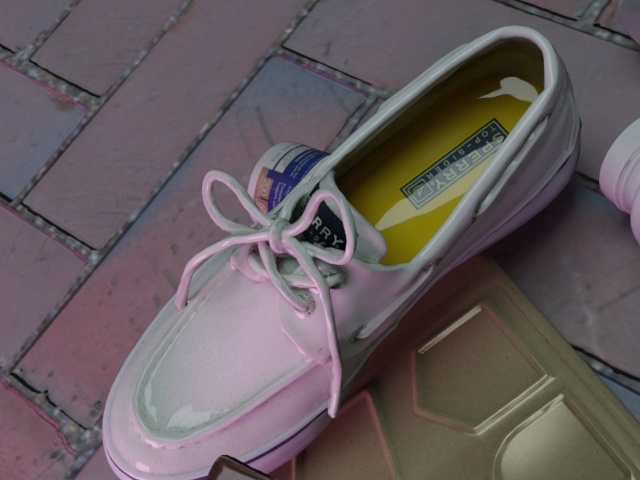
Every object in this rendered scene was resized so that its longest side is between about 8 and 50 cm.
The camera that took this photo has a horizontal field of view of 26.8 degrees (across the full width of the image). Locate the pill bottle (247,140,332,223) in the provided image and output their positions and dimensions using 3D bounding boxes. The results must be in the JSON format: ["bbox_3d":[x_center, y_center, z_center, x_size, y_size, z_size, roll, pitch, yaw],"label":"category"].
[{"bbox_3d":[0.014,-0.022,0.923,0.120,0.067,0.067,21,70,34],"label":"pill bottle"}]

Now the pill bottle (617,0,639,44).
[{"bbox_3d":[0.269,-0.215,0.908,0.108,0.108,0.180,12,65,31],"label":"pill bottle"}]

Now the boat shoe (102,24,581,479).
[{"bbox_3d":[0.007,0.005,0.785,0.367,0.156,0.136,-38,66,-4],"label":"boat shoe"}]

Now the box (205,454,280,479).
[{"bbox_3d":[0.000,0.240,0.662,0.169,0.167,0.203,22,78,21],"label":"box"}]

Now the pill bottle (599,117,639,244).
[{"bbox_3d":[0.243,-0.009,0.797,0.087,0.087,0.160,-40,52,-4],"label":"pill bottle"}]

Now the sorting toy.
[{"bbox_3d":[0.040,0.170,0.809,0.307,0.041,0.229,-37,56,-1],"label":"sorting toy"}]
